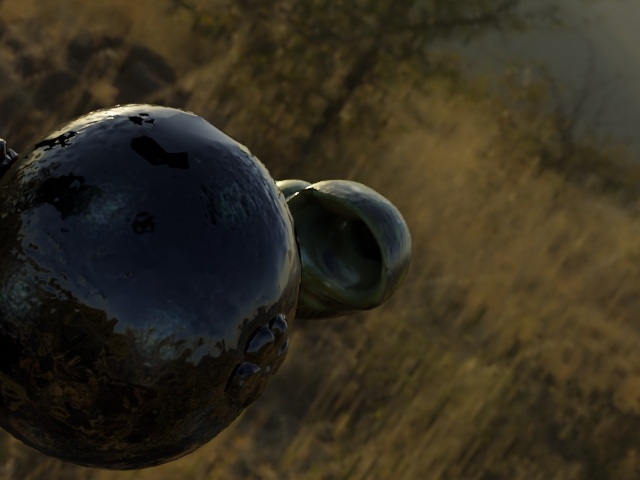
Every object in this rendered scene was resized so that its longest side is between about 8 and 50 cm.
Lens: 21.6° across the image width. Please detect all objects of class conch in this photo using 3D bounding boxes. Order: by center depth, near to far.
[{"bbox_3d":[0.001,-0.002,1.605,0.181,0.187,0.124,26,44,12],"label":"conch"}]

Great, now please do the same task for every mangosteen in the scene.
[{"bbox_3d":[-0.155,0.027,1.231,0.288,0.288,0.288,30,17,-10],"label":"mangosteen"}]
